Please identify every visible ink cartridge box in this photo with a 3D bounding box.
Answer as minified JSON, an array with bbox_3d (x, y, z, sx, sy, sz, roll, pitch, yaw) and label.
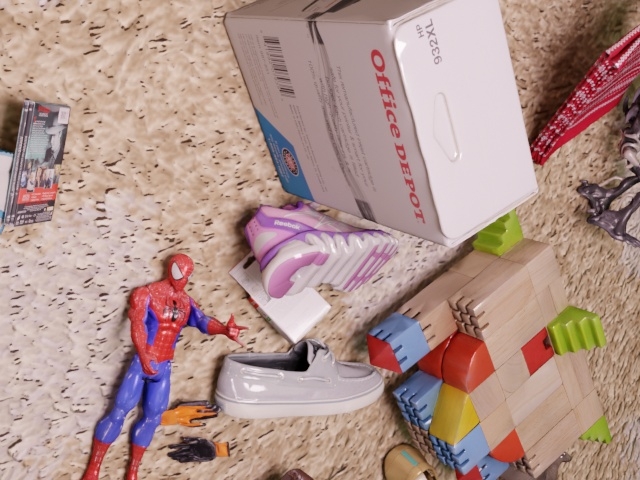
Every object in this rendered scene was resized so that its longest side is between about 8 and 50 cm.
[{"bbox_3d":[-0.050,0.061,1.121,0.115,0.029,0.063,46,73,1],"label":"ink cartridge box"},{"bbox_3d":[0.055,-0.144,0.975,0.129,0.307,0.223,-30,117,-24],"label":"ink cartridge box"}]

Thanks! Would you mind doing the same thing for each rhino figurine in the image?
[{"bbox_3d":[0.318,0.346,1.418,0.106,0.073,0.243,-45,123,-20],"label":"rhino figurine"}]

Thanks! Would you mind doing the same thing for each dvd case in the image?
[{"bbox_3d":[-0.274,-0.075,0.921,0.013,0.087,0.119,14,98,7],"label":"dvd case"}]

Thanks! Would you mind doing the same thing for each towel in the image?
[{"bbox_3d":[0.383,-0.211,1.232,0.199,0.275,0.031,-37,78,-20],"label":"towel"}]

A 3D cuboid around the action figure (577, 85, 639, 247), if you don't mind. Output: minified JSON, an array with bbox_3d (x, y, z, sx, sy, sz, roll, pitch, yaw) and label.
[{"bbox_3d":[0.477,-0.136,1.326,0.141,0.164,0.275,20,113,-11],"label":"action figure"}]

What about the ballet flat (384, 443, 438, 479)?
[{"bbox_3d":[0.150,0.385,1.317,0.080,0.073,0.232,-37,120,-20],"label":"ballet flat"}]

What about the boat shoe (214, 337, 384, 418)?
[{"bbox_3d":[-0.017,0.161,1.145,0.228,0.079,0.081,-1,107,-30],"label":"boat shoe"}]

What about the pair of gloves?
[{"bbox_3d":[-0.146,0.222,1.098,0.074,0.010,0.083,-8,113,5],"label":"pair of gloves"}]

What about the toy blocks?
[{"bbox_3d":[0.215,0.182,1.230,0.261,0.191,0.381,-36,119,-23],"label":"toy blocks"}]

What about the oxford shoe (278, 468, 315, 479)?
[{"bbox_3d":[-0.110,0.431,1.139,0.364,0.132,0.130,-45,131,6],"label":"oxford shoe"}]

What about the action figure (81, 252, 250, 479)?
[{"bbox_3d":[-0.169,0.155,1.015,0.092,0.139,0.280,14,92,-35],"label":"action figure"}]

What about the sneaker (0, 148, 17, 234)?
[{"bbox_3d":[-0.388,-0.045,0.845,0.229,0.087,0.092,1,100,-32],"label":"sneaker"}]

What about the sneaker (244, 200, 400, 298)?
[{"bbox_3d":[0.000,0.000,1.110,0.236,0.104,0.095,0,134,-53],"label":"sneaker"}]
